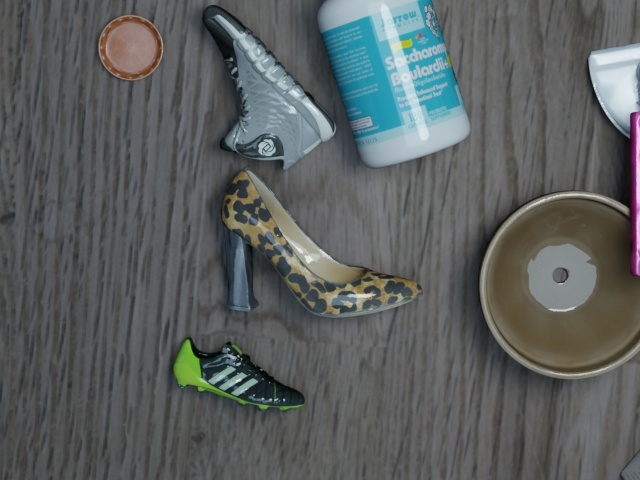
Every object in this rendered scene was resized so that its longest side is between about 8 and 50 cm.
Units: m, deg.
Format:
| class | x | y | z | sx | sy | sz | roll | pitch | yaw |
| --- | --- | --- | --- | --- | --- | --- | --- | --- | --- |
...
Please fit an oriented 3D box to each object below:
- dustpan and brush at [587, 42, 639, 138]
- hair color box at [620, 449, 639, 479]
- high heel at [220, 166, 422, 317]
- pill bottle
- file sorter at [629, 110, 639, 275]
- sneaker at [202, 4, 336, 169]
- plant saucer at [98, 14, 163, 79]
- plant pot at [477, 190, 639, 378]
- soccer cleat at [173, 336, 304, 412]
| class | x | y | z | sx | sy | sz | roll | pitch | yaw |
| --- | --- | --- | --- | --- | --- | --- | --- | --- | --- |
| dustpan and brush | 0.432 | -0.149 | 1.913 | 0.147 | 0.060 | 0.211 | -10 | 96 | 1 |
| hair color box | 0.541 | 0.223 | 1.894 | 0.110 | 0.185 | 0.339 | 37 | 96 | -4 |
| high heel | 0.000 | 0.000 | 1.911 | 0.261 | 0.093 | 0.186 | 1 | 103 | 9 |
| pill bottle | 0.084 | -0.232 | 1.861 | 0.146 | 0.146 | 0.264 | -18 | 96 | 2 |
| file sorter | 0.543 | -0.057 | 1.789 | 0.290 | 0.182 | 0.202 | 0 | 91 | -14 |
| sneaker | -0.098 | -0.181 | 1.900 | 0.132 | 0.086 | 0.229 | -43 | 96 | 7 |
| plant saucer | -0.244 | -0.249 | 1.926 | 0.083 | 0.013 | 0.083 | 0 | 97 | 1 |
| plant pot | 0.316 | 0.050 | 1.912 | 0.237 | 0.110 | 0.237 | 0 | 97 | 1 |
| soccer cleat | -0.104 | 0.176 | 1.952 | 0.179 | 0.060 | 0.072 | 15 | 95 | 1 |
